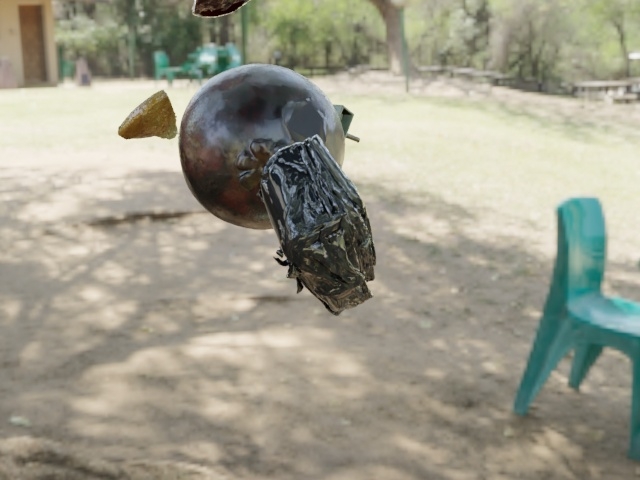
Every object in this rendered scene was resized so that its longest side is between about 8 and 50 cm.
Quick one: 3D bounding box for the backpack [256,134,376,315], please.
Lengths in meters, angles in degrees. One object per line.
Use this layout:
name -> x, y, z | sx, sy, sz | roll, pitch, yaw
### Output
backpack -> 0.000, 0.000, 1.380 | 0.133, 0.258, 0.206 | -26, 51, -2

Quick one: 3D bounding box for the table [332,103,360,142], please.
table -> -0.011, -0.139, 2.008 | 0.121, 0.240, 0.111 | 12, -14, 41

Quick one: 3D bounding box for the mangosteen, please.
mangosteen -> -0.101, -0.168, 1.759 | 0.311, 0.311, 0.311 | -2, 10, 0

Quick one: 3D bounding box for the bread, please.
bread -> -0.373, -0.286, 2.327 | 0.154, 0.136, 0.054 | -9, 51, -38

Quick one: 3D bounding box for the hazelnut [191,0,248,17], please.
hazelnut -> -0.145, -0.403, 1.378 | 0.160, 0.202, 0.170 | 8, -13, 12
